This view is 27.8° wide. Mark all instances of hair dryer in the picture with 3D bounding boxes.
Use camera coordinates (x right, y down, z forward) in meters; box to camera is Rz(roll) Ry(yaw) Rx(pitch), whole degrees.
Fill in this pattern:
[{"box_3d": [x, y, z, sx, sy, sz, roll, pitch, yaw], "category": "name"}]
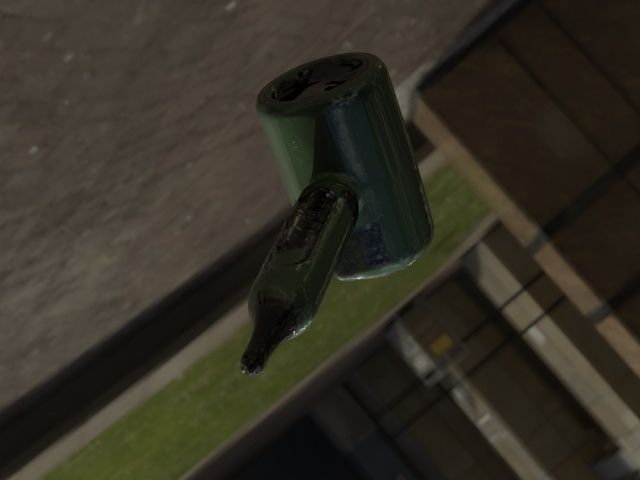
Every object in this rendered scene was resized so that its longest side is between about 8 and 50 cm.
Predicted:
[{"box_3d": [0.000, 0.000, 0.405, 0.047, 0.071, 0.150, -13, -155, 19], "category": "hair dryer"}]
